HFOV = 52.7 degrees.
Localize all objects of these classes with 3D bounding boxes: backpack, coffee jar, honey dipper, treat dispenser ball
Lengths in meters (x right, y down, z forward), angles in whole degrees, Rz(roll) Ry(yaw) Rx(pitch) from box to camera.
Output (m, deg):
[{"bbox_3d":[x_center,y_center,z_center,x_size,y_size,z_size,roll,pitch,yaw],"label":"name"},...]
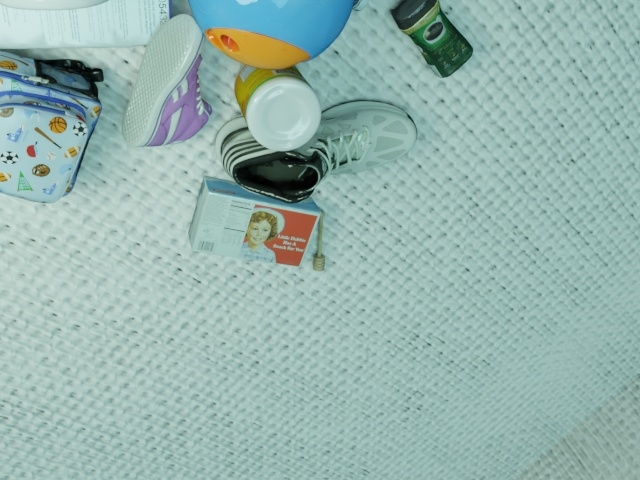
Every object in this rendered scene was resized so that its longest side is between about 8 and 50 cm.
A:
[{"bbox_3d":[-0.551,-0.203,1.156,0.263,0.213,0.276,16,115,-31],"label":"backpack"},{"bbox_3d":[0.232,-0.434,1.344,0.096,0.079,0.184,-40,124,12],"label":"coffee jar"},{"bbox_3d":[0.000,0.000,1.573,0.030,0.030,0.161,-4,118,-15],"label":"honey dipper"},{"bbox_3d":[-0.083,-0.435,1.087,0.288,0.288,0.288,-8,122,-13],"label":"treat dispenser ball"}]

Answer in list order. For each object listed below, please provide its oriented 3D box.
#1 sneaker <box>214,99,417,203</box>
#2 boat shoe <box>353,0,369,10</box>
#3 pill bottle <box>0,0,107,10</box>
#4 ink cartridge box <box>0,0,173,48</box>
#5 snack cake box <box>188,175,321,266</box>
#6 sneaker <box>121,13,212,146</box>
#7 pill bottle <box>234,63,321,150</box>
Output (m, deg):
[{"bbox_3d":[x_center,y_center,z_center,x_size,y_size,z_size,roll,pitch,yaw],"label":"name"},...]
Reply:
[{"bbox_3d":[0.020,-0.162,1.338,0.447,0.257,0.169,-8,122,-12],"label":"sneaker"},{"bbox_3d":[0.088,-0.541,1.242,0.083,0.065,0.183,21,113,-28],"label":"boat shoe"},{"bbox_3d":[-0.415,-0.524,0.942,0.188,0.188,0.334,-7,122,-13],"label":"pill bottle"},{"bbox_3d":[-0.430,-0.499,1.109,0.330,0.071,0.324,-6,122,-17],"label":"ink cartridge box"},{"bbox_3d":[-0.150,-0.040,1.463,0.264,0.089,0.152,10,115,-23],"label":"snack cake box"},{"bbox_3d":[-0.262,-0.301,1.243,0.161,0.102,0.282,-7,144,-49],"label":"sneaker"},{"bbox_3d":[-0.091,-0.279,1.239,0.136,0.246,0.136,-8,122,-12],"label":"pill bottle"}]
